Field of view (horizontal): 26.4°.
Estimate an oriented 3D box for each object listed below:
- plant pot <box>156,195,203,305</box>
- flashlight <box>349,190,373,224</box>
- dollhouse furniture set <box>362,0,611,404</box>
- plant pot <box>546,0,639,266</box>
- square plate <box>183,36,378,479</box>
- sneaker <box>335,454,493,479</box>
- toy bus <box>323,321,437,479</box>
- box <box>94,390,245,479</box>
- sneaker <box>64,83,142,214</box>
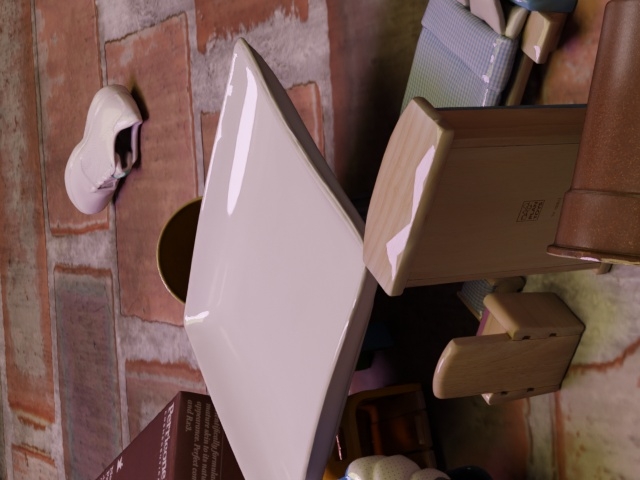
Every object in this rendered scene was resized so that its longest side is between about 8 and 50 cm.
[{"bbox_3d":[-0.115,0.020,1.550,0.095,0.134,0.134,101,162,-84],"label":"plant pot"},{"bbox_3d":[0.000,0.000,1.356,0.304,0.103,0.103,-13,77,56],"label":"flashlight"},{"bbox_3d":[0.076,-0.070,1.089,0.303,0.198,0.286,54,138,45],"label":"dollhouse furniture set"},{"bbox_3d":[0.233,-0.064,0.852,0.167,0.167,0.165,11,96,61],"label":"plant pot"},{"bbox_3d":[-0.039,0.048,1.235,0.344,0.049,0.347,-120,35,-47],"label":"square plate"},{"bbox_3d":[0.040,0.304,1.158,0.236,0.130,0.323,35,130,1],"label":"sneaker"},{"bbox_3d":[0.025,0.198,1.317,0.191,0.104,0.202,48,134,49],"label":"toy bus"},{"bbox_3d":[-0.175,0.339,1.627,0.381,0.143,0.191,134,144,-52],"label":"box"},{"bbox_3d":[-0.297,-0.108,1.913,0.094,0.080,0.212,47,133,33],"label":"sneaker"}]
